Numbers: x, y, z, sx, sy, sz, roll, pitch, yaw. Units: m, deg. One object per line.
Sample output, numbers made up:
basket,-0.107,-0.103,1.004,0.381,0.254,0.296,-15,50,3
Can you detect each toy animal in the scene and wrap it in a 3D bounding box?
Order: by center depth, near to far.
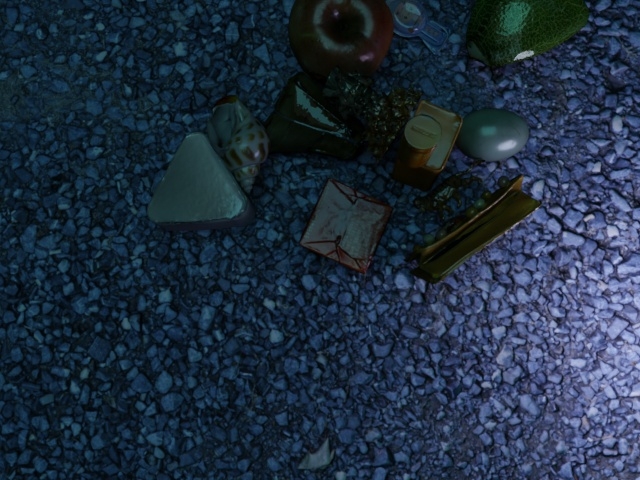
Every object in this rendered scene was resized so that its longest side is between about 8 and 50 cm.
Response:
toy animal,0.420,-0.167,1.825,0.255,0.114,0.116,-45,79,7

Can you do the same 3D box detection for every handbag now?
handbag,0.436,-0.034,1.722,0.401,0.283,0.133,-37,86,-3

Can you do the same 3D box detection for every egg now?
egg,0.541,-0.333,1.813,0.230,0.168,0.168,-1,82,0

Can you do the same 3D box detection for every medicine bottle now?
medicine bottle,0.261,-0.262,1.534,0.096,0.192,0.096,0,82,2

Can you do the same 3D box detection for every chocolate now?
chocolate,0.079,-0.044,1.826,0.234,0.108,0.237,23,86,-1

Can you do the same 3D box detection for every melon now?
melon,0.639,-0.713,1.856,0.331,0.226,0.343,45,74,-8

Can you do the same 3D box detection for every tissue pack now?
tissue pack,0.324,-0.282,1.769,0.145,0.274,0.194,21,85,5

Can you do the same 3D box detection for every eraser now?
eraser,-0.359,-0.145,1.863,0.331,0.150,0.331,-1,80,6

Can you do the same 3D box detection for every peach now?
peach,-0.304,-0.419,1.908,0.118,0.151,0.151,19,84,-7

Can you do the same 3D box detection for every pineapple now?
pineapple,0.129,-0.403,1.711,0.271,0.262,0.262,32,85,0

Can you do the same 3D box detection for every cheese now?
cheese,0.321,-0.738,1.940,0.244,0.052,0.135,32,89,0

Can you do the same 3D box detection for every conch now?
conch,-0.246,-0.293,1.786,0.182,0.149,0.275,-10,65,5

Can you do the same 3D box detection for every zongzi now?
zongzi,-0.057,-0.313,1.879,0.323,0.160,0.360,40,107,-2

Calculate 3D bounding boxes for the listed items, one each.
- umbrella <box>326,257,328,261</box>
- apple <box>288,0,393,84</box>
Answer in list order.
umbrella,0.003,-0.002,1.881,0.022,0.022,0.149,-30,78,42
apple,0.055,-0.651,1.832,0.338,0.305,0.339,0,90,-8
